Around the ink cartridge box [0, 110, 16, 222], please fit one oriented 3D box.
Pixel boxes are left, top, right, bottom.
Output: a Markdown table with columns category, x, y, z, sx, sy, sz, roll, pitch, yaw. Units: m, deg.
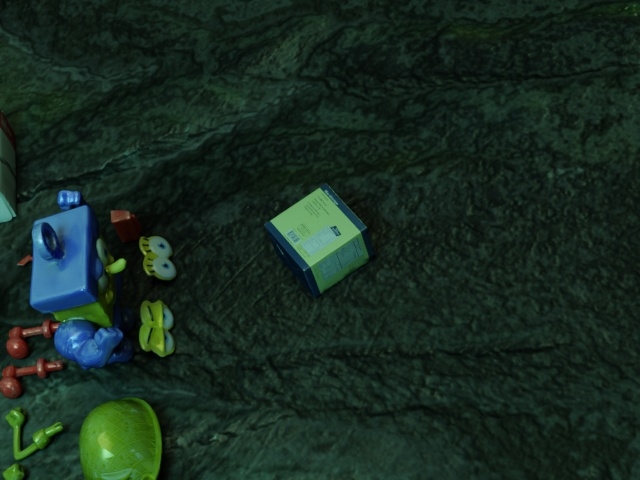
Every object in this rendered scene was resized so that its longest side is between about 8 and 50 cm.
| category | x | y | z | sx | sy | sz | roll | pitch | yaw |
| --- | --- | --- | --- | --- | --- | --- | --- | --- | --- |
| ink cartridge box | -0.420 | -0.083 | 1.743 | 0.099 | 0.056 | 0.135 | -14 | 53 | 3 |

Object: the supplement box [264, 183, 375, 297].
| category | x | y | z | sx | sy | sz | roll | pitch | yaw |
| --- | --- | --- | --- | --- | --- | --- | --- | --- | --- |
| supplement box | 0.000 | 0.000 | 1.578 | 0.083 | 0.056 | 0.083 | -34 | 54 | -11 |

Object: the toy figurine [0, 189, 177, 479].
| category | x | y | z | sx | sy | sz | roll | pitch | yaw |
| --- | --- | --- | --- | --- | --- | --- | --- | --- | --- |
| toy figurine | -0.270 | 0.077 | 1.491 | 0.191 | 0.217 | 0.362 | -9 | 53 | 8 |
